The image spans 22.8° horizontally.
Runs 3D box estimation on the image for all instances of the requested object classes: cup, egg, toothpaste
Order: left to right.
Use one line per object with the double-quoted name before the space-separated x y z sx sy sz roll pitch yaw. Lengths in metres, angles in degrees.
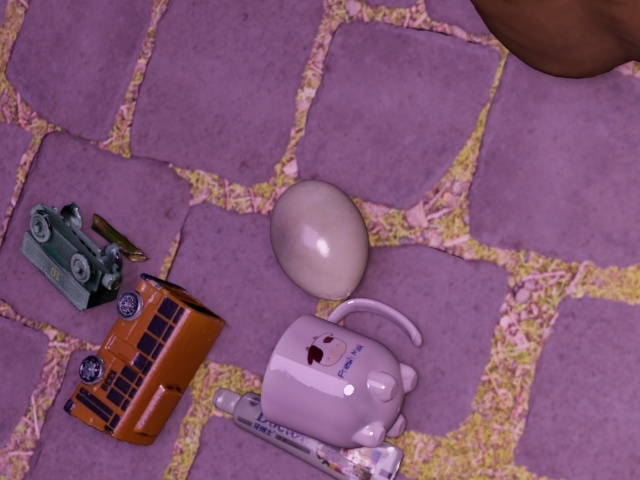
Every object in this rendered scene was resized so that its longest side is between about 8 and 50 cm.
"toothpaste" -0.021 0.230 1.883 0.255 0.037 0.067 22 81 26
"egg" 0.000 0.000 1.876 0.114 0.114 0.152 -28 72 20
"cup" 0.037 0.162 1.829 0.142 0.173 0.134 19 118 24

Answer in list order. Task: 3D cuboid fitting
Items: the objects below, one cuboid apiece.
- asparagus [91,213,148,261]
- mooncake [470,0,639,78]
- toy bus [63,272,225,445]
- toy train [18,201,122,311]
"asparagus" -0.263 0.000 2.065 0.108 0.025 0.021 37 86 29
"mooncake" 0.332 -0.403 1.703 0.467 0.262 0.467 -10 67 24
"toy bus" -0.215 0.155 1.965 0.114 0.098 0.201 32 93 30
"toy train" -0.322 0.023 2.060 0.172 0.070 0.099 41 128 29
